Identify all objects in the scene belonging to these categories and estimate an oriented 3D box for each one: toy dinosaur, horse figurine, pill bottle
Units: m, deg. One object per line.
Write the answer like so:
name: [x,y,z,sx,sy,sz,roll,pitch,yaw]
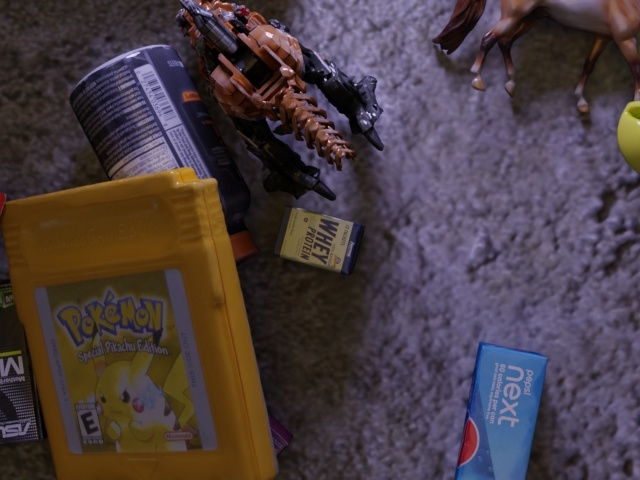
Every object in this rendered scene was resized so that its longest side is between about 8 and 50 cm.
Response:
toy dinosaur: [-0.055,-0.148,1.107,0.164,0.218,0.322,-30,43,19]
horse figurine: [0.257,-0.231,1.161,0.263,0.066,0.174,11,97,3]
pill bottle: [-0.159,-0.074,1.168,0.130,0.130,0.245,-28,86,5]

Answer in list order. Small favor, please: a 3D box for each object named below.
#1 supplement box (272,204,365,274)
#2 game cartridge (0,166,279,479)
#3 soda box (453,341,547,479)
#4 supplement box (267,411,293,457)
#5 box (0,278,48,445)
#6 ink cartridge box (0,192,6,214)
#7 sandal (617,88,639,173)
supplement box: [0.000,0.000,1.171,0.083,0.083,0.056,15,91,5]
game cartridge: [-0.198,0.099,1.126,0.285,0.053,0.323,-8,98,33]
soda box: [0.185,0.218,1.155,0.071,0.067,0.210,11,89,6]
supplement box: [-0.074,0.234,1.189,0.043,0.055,0.083,42,94,4]
box: [-0.408,0.145,1.231,0.191,0.045,0.184,-8,85,7]
ink cartridge box: [-0.433,-0.009,1.198,0.179,0.045,0.145,20,91,40]
sandal: [0.429,-0.200,1.092,0.126,0.138,0.317,27,88,-11]
